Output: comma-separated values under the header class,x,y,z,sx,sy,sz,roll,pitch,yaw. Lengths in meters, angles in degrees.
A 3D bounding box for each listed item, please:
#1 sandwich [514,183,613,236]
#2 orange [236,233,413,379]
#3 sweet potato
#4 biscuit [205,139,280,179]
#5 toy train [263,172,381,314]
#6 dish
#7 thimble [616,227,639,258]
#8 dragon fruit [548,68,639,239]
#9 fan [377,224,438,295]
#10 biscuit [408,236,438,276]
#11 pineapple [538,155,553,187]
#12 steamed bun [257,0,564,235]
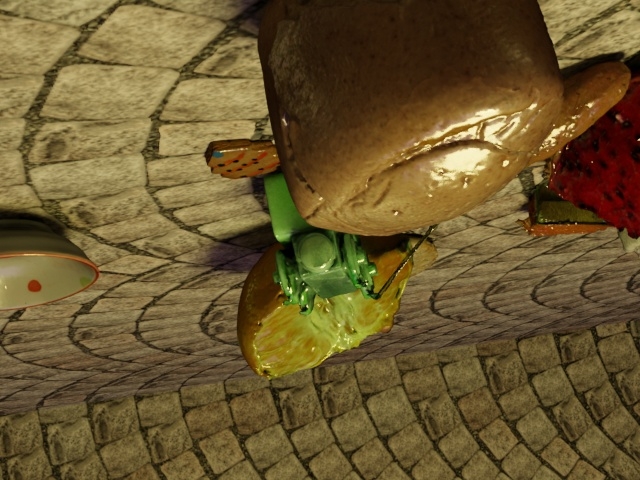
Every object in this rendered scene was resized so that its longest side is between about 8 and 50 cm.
class,x,y,z,sx,sy,sz,roll,pitch,yaw
sandwich,0.450,-0.056,1.771,0.235,0.079,0.159,-1,173,-20
orange,0.001,0.078,1.676,0.334,0.196,0.262,-30,163,5
sweet potato,0.235,-0.130,1.303,0.354,0.106,0.095,-18,-163,27
biscuit,-0.102,-0.105,1.313,0.119,0.019,0.130,-20,162,30
toy train,0.000,0.000,1.436,0.132,0.188,0.243,-13,164,7
dish,-0.450,0.026,1.433,0.260,0.085,0.260,-10,163,-3
thimble,0.586,-0.077,1.622,0.217,0.157,0.245,7,156,-42
dragon fruit,0.488,-0.089,1.353,0.330,0.240,0.302,7,171,-30
fan,0.159,-0.010,1.486,0.229,0.011,0.335,-50,175,-15
biscuit,0.130,0.036,1.936,0.188,0.040,0.265,-15,163,13
pineapple,0.372,-0.109,1.581,0.058,0.058,0.124,-12,178,6
steamed bun,0.050,-0.145,0.895,0.199,0.251,0.301,10,153,-27
